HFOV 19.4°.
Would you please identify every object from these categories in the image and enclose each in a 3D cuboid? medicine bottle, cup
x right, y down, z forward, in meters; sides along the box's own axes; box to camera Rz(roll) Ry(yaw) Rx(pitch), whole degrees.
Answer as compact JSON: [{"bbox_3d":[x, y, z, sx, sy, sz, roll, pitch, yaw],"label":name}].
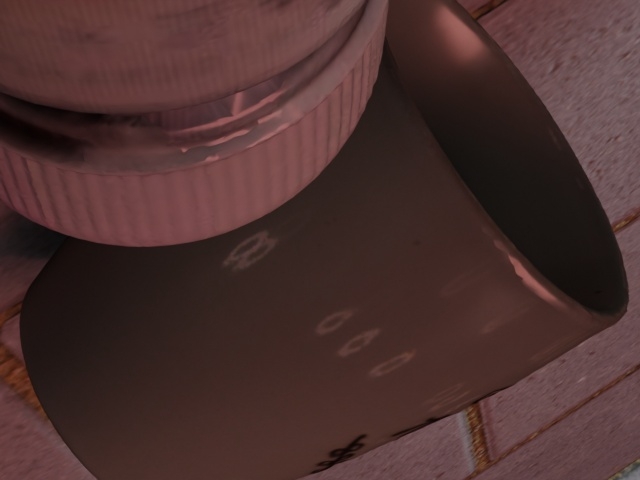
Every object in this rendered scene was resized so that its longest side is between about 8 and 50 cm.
[{"bbox_3d":[-0.053,-0.117,0.488,0.165,0.165,0.273,-30,159,-13],"label":"medicine bottle"},{"bbox_3d":[0.000,0.000,0.882,0.234,0.186,0.258,-33,-170,23],"label":"cup"}]
